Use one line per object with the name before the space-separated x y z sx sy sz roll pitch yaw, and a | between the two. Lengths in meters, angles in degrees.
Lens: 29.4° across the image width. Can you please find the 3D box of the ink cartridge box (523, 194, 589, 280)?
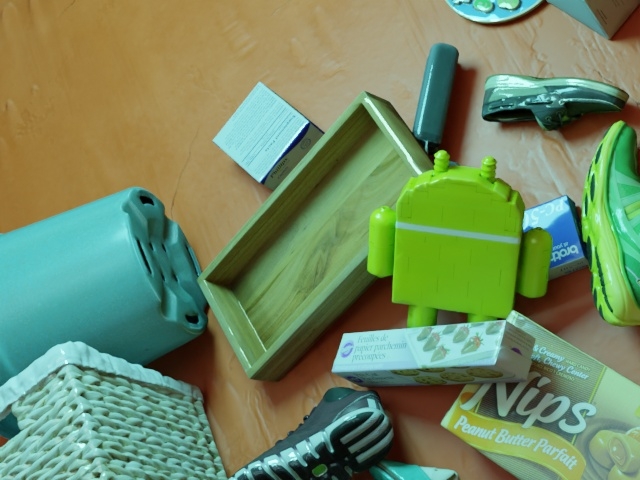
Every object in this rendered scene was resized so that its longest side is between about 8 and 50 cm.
ink cartridge box | 0.266 0.020 1.705 0.207 0.046 0.097 -21 64 22

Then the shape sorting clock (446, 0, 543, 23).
shape sorting clock | 0.276 -0.429 1.871 0.206 0.040 0.206 -11 67 27

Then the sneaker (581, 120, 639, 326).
sneaker | 0.415 -0.019 1.613 0.123 0.109 0.295 3 63 -2

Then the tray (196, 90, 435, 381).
tray | 0.000 0.000 1.808 0.411 0.076 0.203 -48 55 23

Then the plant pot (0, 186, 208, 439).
plant pot | -0.377 0.095 1.908 0.334 0.341 0.341 -24 61 13

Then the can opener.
can opener | 0.175 -0.154 1.822 0.093 0.074 0.280 8 76 -2

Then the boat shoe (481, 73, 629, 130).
boat shoe | 0.328 -0.190 1.732 0.223 0.080 0.073 10 83 39

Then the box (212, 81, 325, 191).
box | -0.080 -0.163 1.964 0.126 0.072 0.137 -51 54 4

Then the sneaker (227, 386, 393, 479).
sneaker | -0.020 0.300 1.722 0.281 0.106 0.162 -30 16 11

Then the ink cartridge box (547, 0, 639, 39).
ink cartridge box | 0.404 -0.407 1.733 0.176 0.127 0.128 -51 55 4

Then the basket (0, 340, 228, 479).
basket | -0.342 0.365 1.758 0.328 0.331 0.266 -38 56 16

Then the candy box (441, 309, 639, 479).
candy box | 0.332 0.247 1.555 0.316 0.087 0.183 33 90 36

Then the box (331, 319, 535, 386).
box | 0.146 0.156 1.642 0.324 0.067 0.063 -10 56 50

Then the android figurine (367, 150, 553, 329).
android figurine | 0.184 0.010 1.636 0.248 0.056 0.273 6 117 13

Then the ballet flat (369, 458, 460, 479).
ballet flat | 0.172 0.359 1.626 0.087 0.083 0.247 -37 54 -15
